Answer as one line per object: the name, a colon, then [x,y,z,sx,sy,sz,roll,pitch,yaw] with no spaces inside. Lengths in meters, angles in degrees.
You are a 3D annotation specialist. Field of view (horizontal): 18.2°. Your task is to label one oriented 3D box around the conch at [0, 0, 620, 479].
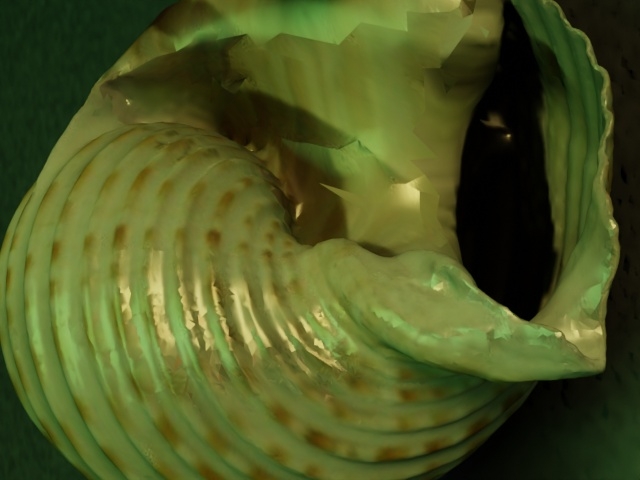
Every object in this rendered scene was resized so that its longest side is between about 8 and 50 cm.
conch: [0.000,0.002,0.461,0.153,0.102,0.135,1,76,19]
